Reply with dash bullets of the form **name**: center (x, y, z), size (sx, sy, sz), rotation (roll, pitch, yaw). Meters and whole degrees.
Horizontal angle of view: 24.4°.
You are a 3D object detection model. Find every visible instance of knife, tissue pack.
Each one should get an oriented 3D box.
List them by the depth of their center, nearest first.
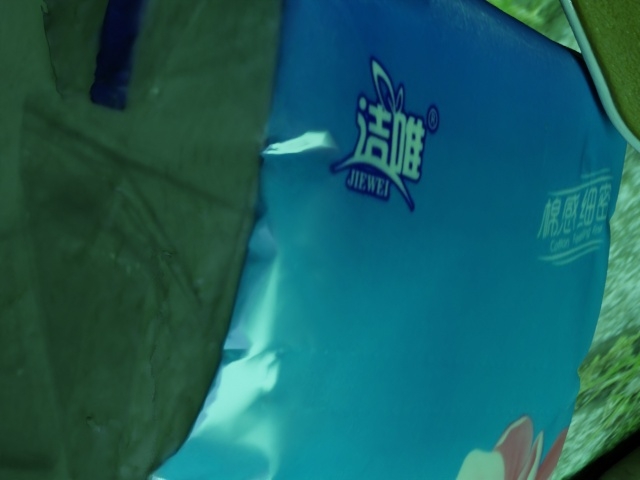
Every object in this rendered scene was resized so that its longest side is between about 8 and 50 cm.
- **knife**: center (0.087, -0.113, 0.482), size (0.046, 0.022, 0.256), rotation (-18, 121, 20)
- **tissue pack**: center (0.000, 0.000, 0.493), size (0.270, 0.137, 0.209), rotation (15, 87, -57)

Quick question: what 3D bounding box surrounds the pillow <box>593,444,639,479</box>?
- **pillow**: center (0.291, 0.234, 1.295), size (0.236, 0.084, 0.223), rotation (-33, 150, -24)
